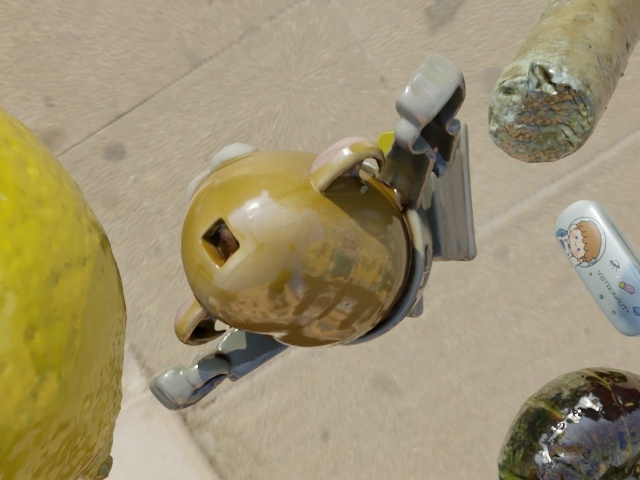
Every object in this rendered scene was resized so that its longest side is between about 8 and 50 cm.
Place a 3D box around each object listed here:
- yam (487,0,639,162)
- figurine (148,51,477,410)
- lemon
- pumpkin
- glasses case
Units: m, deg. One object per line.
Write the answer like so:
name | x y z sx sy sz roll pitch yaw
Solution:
yam | 0.213 -0.153 1.138 0.093 0.259 0.093 12 124 18
figurine | 0.001 0.000 1.037 0.167 0.285 0.343 27 108 23
lemon | -0.156 0.027 0.441 0.203 0.178 0.178 34 95 -14
pumpkin | 0.316 0.257 1.519 0.238 0.159 0.238 -5 101 -29
glasses case | 0.341 0.032 1.589 0.067 0.045 0.178 -45 62 30
